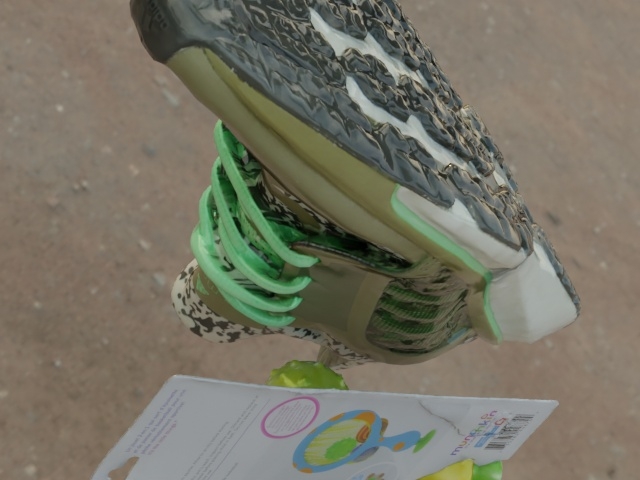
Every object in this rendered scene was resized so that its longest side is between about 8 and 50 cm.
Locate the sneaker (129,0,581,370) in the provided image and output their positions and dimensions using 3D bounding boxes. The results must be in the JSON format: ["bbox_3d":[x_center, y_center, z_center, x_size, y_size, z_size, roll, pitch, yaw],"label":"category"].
[{"bbox_3d":[0.000,0.000,0.617,0.158,0.182,0.410,65,12,26],"label":"sneaker"}]

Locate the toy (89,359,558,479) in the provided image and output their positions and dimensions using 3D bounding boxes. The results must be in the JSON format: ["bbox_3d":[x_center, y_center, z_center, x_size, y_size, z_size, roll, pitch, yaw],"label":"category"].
[{"bbox_3d":[-0.010,0.101,0.634,0.237,0.137,0.056,12,38,-37],"label":"toy"}]
